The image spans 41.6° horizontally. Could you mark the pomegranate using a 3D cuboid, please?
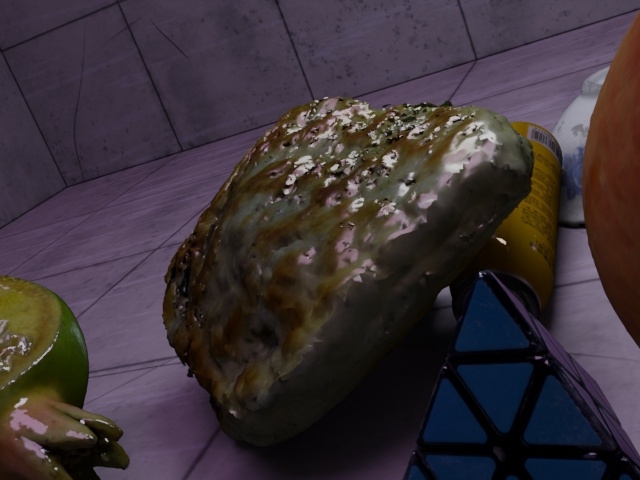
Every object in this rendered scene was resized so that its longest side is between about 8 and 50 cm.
[{"bbox_3d":[-0.355,0.197,0.863,0.358,0.216,0.310,21,36,21],"label":"pomegranate"}]

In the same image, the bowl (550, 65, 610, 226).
[{"bbox_3d":[0.405,-0.147,1.058,0.313,0.146,0.313,-20,18,7],"label":"bowl"}]

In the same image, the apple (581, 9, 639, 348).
[{"bbox_3d":[0.344,-0.040,0.443,0.391,0.391,0.346,-4,45,45],"label":"apple"}]

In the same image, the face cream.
[{"bbox_3d":[0.201,-0.008,0.905,0.105,0.105,0.349,-13,28,25],"label":"face cream"}]

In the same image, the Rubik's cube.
[{"bbox_3d":[0.148,0.091,0.605,0.211,0.178,0.190,-9,18,32],"label":"Rubik's cube"}]

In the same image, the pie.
[{"bbox_3d":[0.002,0.012,0.831,0.395,0.180,0.418,-54,22,-11],"label":"pie"}]
